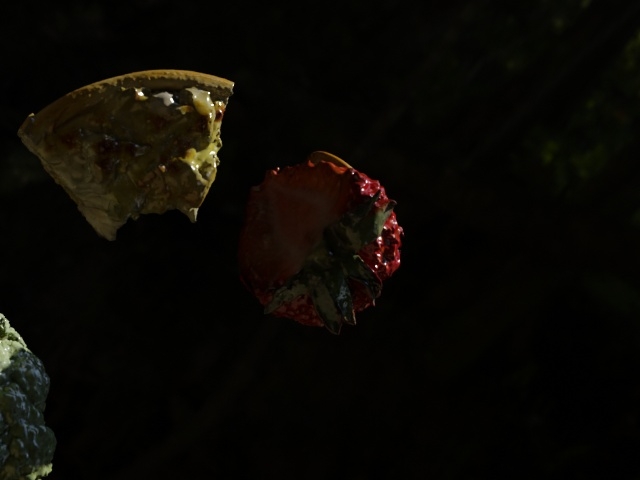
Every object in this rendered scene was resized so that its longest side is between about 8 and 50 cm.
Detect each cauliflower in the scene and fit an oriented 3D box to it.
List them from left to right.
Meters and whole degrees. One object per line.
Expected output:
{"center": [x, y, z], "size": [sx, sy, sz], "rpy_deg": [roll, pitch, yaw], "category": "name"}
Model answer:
{"center": [-0.444, 0.215, 2.270], "size": [0.250, 0.275, 0.272], "rpy_deg": [127, -54, -65], "category": "cauliflower"}

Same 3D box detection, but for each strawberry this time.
{"center": [-0.012, 0.011, 1.954], "size": [0.098, 0.174, 0.228], "rpy_deg": [42, -13, -29], "category": "strawberry"}

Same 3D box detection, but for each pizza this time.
{"center": [-0.248, -0.120, 2.727], "size": [0.089, 0.323, 0.223], "rpy_deg": [-6, -83, 67], "category": "pizza"}

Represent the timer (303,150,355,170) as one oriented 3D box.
{"center": [-0.014, -0.014, 2.450], "size": [0.132, 0.152, 0.132], "rpy_deg": [39, -20, 17], "category": "timer"}
